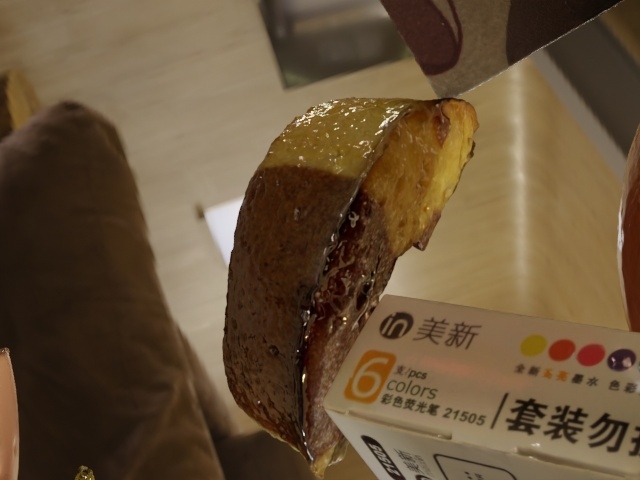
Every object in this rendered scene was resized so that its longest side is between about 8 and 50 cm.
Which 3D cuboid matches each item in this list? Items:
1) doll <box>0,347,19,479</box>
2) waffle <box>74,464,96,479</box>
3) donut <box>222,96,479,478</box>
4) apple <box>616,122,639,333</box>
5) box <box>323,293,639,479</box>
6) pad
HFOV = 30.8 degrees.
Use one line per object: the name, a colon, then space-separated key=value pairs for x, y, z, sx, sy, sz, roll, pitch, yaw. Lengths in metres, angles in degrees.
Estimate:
doll: x=-0.152 y=0.184 z=0.434 sx=0.216 sy=0.284 sz=0.269 roll=-15 pitch=-91 yaw=44
waffle: x=-0.221 y=0.385 z=1.323 sx=0.254 sy=0.052 sz=0.245 roll=35 pitch=-48 yaw=11
donut: x=0.000 y=0.000 z=0.811 sx=0.295 sy=0.112 sz=0.151 roll=-67 pitch=151 yaw=-17
apple: x=0.376 y=-0.018 z=0.757 sx=0.364 sy=0.363 sz=0.364 roll=160 pitch=-90 yaw=-88
box: x=0.156 y=0.153 z=0.673 sx=0.220 sy=0.091 sz=0.274 roll=5 pitch=-36 yaw=40
pad: x=0.093 y=-0.290 z=0.865 sx=0.330 sy=0.220 sz=0.004 roll=58 pitch=33 yaw=-6
